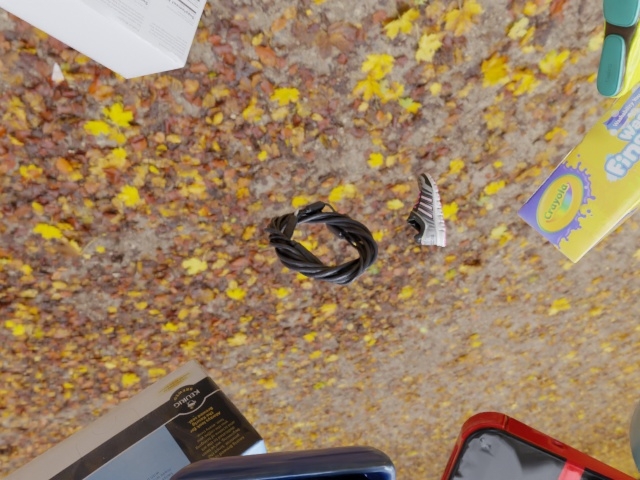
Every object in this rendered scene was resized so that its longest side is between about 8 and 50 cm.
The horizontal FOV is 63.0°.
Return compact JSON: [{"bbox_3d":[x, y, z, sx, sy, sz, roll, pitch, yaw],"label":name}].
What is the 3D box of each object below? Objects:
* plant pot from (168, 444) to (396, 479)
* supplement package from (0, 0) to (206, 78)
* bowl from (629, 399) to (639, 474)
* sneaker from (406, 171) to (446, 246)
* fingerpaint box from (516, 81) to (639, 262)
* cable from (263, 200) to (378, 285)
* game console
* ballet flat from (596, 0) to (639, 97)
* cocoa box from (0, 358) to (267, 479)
[{"bbox_3d":[-0.023,0.318,0.448,0.235,0.212,0.236,-5,126,-1],"label":"plant pot"},{"bbox_3d":[-0.368,-0.408,0.873,0.204,0.145,0.261,8,168,41],"label":"supplement package"},{"bbox_3d":[0.517,0.190,0.575,0.311,0.311,0.163,-19,115,1],"label":"bowl"},{"bbox_3d":[0.213,-0.064,1.090,0.074,0.171,0.063,-9,159,7],"label":"sneaker"},{"bbox_3d":[0.660,-0.192,1.059,0.371,0.163,0.445,-16,146,-49],"label":"fingerpaint box"},{"bbox_3d":[0.000,0.000,0.783,0.150,0.184,0.047,-8,129,-26],"label":"cable"},{"bbox_3d":[0.363,0.528,0.919,0.060,0.341,0.387,-20,129,-68],"label":"game console"},{"bbox_3d":[0.490,-0.340,0.823,0.077,0.077,0.231,-22,128,-11],"label":"ballet flat"},{"bbox_3d":[-0.265,0.408,0.809,0.347,0.228,0.232,-30,131,-28],"label":"cocoa box"}]
